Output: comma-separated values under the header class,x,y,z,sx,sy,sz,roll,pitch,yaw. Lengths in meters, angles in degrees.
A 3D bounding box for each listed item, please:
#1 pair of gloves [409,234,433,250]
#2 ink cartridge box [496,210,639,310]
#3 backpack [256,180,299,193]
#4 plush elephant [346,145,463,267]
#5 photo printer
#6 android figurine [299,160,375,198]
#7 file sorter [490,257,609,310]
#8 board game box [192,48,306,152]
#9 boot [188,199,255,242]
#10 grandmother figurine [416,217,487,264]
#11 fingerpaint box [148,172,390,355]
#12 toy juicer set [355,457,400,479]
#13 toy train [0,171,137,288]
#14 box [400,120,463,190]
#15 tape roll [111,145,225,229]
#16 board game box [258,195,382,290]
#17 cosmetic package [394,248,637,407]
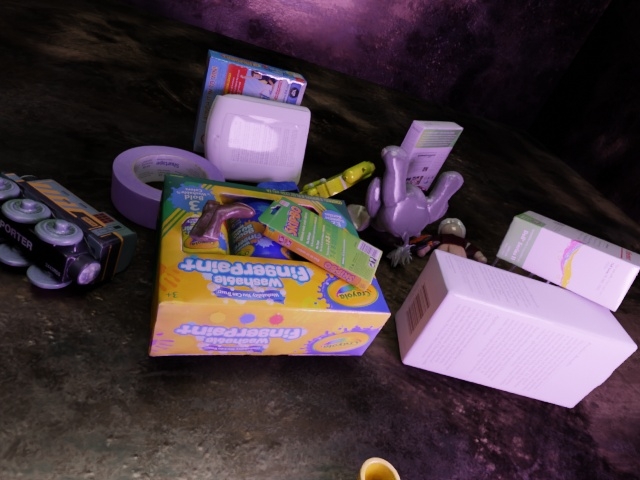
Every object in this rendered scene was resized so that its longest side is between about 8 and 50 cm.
class,x,y,z,sx,sy,sz,roll,pitch,yaw
pair of gloves,0.317,0.007,1.369,0.010,0.074,0.083,63,17,-20
ink cartridge box,0.647,0.054,1.078,0.353,0.119,0.207,29,23,29
backpack,-0.133,-0.122,1.261,0.120,0.098,0.101,-6,33,-18
plush elephant,0.226,-0.109,1.329,0.271,0.330,0.255,9,13,-22
photo printer,-0.198,-0.302,1.333,0.307,0.256,0.107,1,20,-28
android figurine,0.040,-0.177,1.347,0.272,0.248,0.056,-28,100,-35
file sorter,0.640,0.153,1.259,0.192,0.173,0.278,7,37,-21
board game box,-0.236,-0.414,1.410,0.301,0.308,0.086,7,36,-24
boot,-0.187,-0.031,0.839,0.106,0.037,0.114,7,36,-1
grandmother figurine,0.409,0.033,1.351,0.207,0.104,0.342,19,34,4
fingerpaint box,-0.122,0.050,0.945,0.444,0.163,0.371,7,41,-23
toy juicer set,0.173,0.478,0.611,0.328,0.090,0.209,30,34,9
toy train,-0.536,-0.028,0.869,0.333,0.142,0.190,30,22,14
box,0.338,-0.263,1.522,0.232,0.322,0.058,-11,50,-41
tape roll,-0.393,-0.140,1.136,0.274,0.090,0.275,15,35,-11
board game box,0.000,0.000,0.913,0.259,0.039,0.124,31,35,1
cosmetic package,0.429,0.208,1.008,0.452,0.230,0.162,18,33,-9
